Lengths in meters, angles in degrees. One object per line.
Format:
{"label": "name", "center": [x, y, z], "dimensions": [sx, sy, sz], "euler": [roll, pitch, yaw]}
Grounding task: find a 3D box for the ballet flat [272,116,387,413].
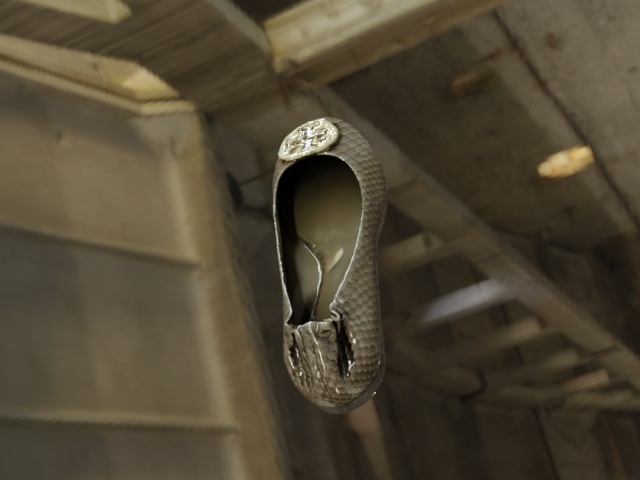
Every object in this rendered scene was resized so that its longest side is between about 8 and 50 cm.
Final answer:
{"label": "ballet flat", "center": [0.000, 0.000, 0.814], "dimensions": [0.058, 0.084, 0.249], "euler": [48, -151, -41]}
